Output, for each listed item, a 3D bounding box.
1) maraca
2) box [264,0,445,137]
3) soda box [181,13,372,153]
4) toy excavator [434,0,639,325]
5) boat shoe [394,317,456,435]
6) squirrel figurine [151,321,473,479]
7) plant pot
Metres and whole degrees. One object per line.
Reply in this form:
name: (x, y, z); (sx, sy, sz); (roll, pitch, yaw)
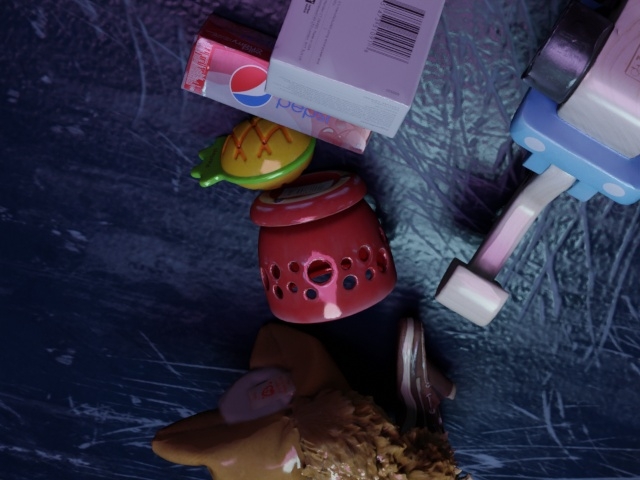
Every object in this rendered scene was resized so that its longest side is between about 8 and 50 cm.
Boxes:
maraca: (-0.093, -0.120, 1.376); (0.186, 0.127, 0.099); (-7, 128, 21)
box: (0.043, -0.252, 1.231); (0.182, 0.181, 0.119); (19, 165, -2)
soda box: (-0.046, -0.212, 1.332); (0.263, 0.092, 0.083); (20, 123, -4)
toy excavator: (0.323, -0.117, 1.254); (0.222, 0.433, 0.445); (30, 163, 3)
boat shoe: (0.166, 0.222, 1.553); (0.095, 0.095, 0.257); (-1, 129, 3)
squirrel figurine: (0.016, 0.366, 1.508); (0.397, 0.281, 0.370); (6, 134, 41)
plant pot: (0.000, 0.000, 1.397); (0.191, 0.191, 0.174); (-10, 108, 14)
